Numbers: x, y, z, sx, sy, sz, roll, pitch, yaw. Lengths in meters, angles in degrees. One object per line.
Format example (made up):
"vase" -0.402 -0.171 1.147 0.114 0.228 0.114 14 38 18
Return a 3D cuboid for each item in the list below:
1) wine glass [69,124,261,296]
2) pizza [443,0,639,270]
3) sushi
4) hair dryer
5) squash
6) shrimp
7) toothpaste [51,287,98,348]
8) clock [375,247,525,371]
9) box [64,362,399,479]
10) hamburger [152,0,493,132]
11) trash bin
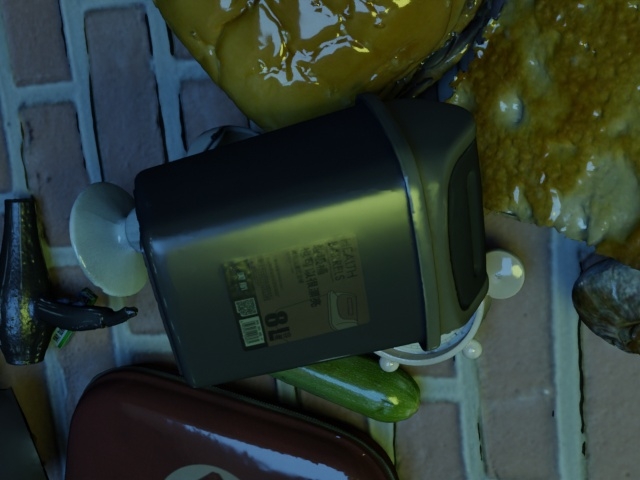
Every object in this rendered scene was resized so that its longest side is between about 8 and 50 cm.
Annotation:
"wine glass" -0.143 -0.023 1.044 0.196 0.165 0.165 -12 101 31
"pizza" 0.238 -0.129 0.877 0.406 0.130 0.440 -19 78 45
"sushi" -0.431 0.274 1.228 0.172 0.150 0.153 -21 86 -15
"hair dryer" -0.285 0.055 1.138 0.219 0.075 0.196 6 98 33
"squash" -0.001 0.135 1.079 0.229 0.066 0.066 20 111 16
"shrimp" 0.397 0.067 0.887 0.343 0.116 0.145 8 136 12
"toothpaste" -0.294 0.093 1.199 0.020 0.017 0.083 40 114 5
"clock" 0.098 0.048 1.021 0.229 0.063 0.156 -14 103 25
"box" -0.106 0.289 1.135 0.404 0.108 0.263 14 110 15
"hamburger" 0.005 -0.247 0.920 0.318 0.158 0.319 6 109 17
"trash bin" 0.000 0.000 0.868 0.290 0.182 0.209 -14 124 -5
